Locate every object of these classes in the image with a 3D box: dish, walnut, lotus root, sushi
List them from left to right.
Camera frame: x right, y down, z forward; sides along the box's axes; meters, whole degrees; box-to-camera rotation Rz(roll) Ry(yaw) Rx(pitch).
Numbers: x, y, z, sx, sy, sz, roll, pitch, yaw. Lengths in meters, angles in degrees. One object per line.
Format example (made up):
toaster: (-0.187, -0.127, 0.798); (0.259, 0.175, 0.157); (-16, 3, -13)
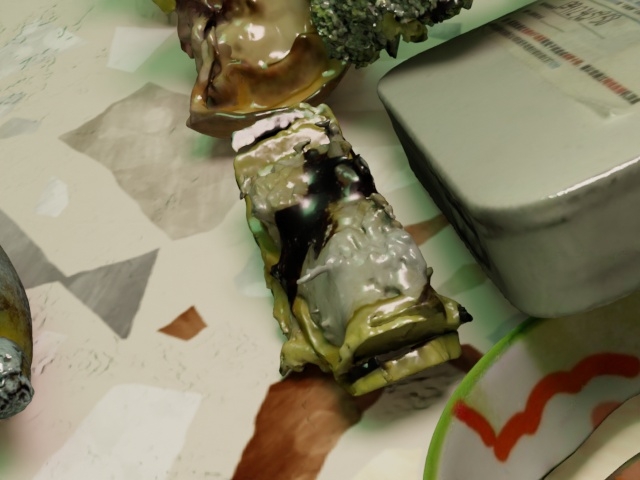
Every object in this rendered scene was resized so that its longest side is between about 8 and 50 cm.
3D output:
lotus root: (-0.319, 0.064, 0.976); (0.158, 0.140, 0.322); (-18, 42, -34)
walnut: (-0.058, -0.213, 1.141); (0.204, 0.141, 0.238); (-24, 81, 4)
sushi: (0.002, 0.005, 0.912); (0.139, 0.131, 0.291); (-24, 50, -6)
dish: (0.227, 0.159, 0.670); (0.324, 0.124, 0.324); (-14, 36, 10)

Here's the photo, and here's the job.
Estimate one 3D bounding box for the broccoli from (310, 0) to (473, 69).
broccoli: (0.159, -0.285, 1.013); (0.361, 0.252, 0.221); (-24, 55, -27)

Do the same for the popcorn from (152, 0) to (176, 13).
popcorn: (-0.141, -0.358, 1.271); (0.204, 0.221, 0.184); (-11, 40, 32)

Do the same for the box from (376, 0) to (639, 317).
box: (0.261, -0.120, 0.866); (0.396, 0.111, 0.396); (-24, 23, 2)
